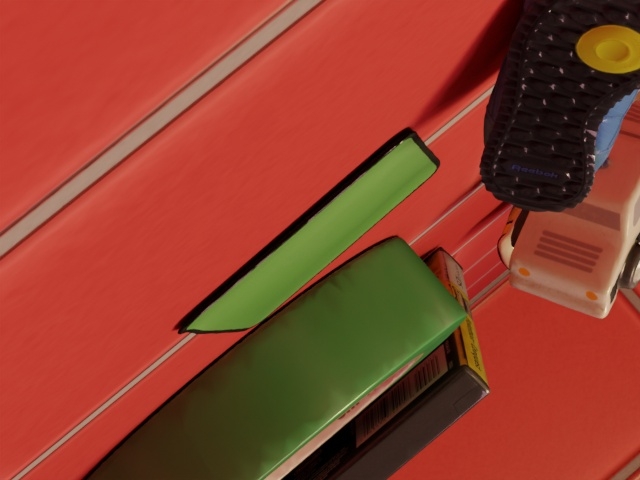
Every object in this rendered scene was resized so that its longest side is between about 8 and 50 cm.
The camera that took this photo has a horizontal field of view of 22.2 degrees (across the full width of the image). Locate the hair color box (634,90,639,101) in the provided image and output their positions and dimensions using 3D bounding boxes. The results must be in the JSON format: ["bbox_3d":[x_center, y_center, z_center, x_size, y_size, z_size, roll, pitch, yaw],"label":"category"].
[{"bbox_3d":[0.200,-0.127,0.930,0.093,0.053,0.167,-42,171,22],"label":"hair color box"}]

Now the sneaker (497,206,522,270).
[{"bbox_3d":[0.307,-0.069,1.469,0.147,0.145,0.385,-34,169,-44],"label":"sneaker"}]

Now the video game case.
[{"bbox_3d":[0.021,0.147,1.376,0.275,0.035,0.248,-42,-164,15],"label":"video game case"}]

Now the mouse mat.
[{"bbox_3d":[0.000,0.000,0.867,0.152,0.007,0.189,-41,172,5],"label":"mouse mat"}]

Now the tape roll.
[{"bbox_3d":[-0.041,0.128,1.155,0.321,0.077,0.321,-39,173,-6],"label":"tape roll"}]

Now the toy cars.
[{"bbox_3d":[0.305,-0.086,1.224,0.393,0.176,0.087,-24,147,-4],"label":"toy cars"}]

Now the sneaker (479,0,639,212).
[{"bbox_3d":[0.120,-0.095,0.734,0.209,0.069,0.082,107,0,-62],"label":"sneaker"}]
